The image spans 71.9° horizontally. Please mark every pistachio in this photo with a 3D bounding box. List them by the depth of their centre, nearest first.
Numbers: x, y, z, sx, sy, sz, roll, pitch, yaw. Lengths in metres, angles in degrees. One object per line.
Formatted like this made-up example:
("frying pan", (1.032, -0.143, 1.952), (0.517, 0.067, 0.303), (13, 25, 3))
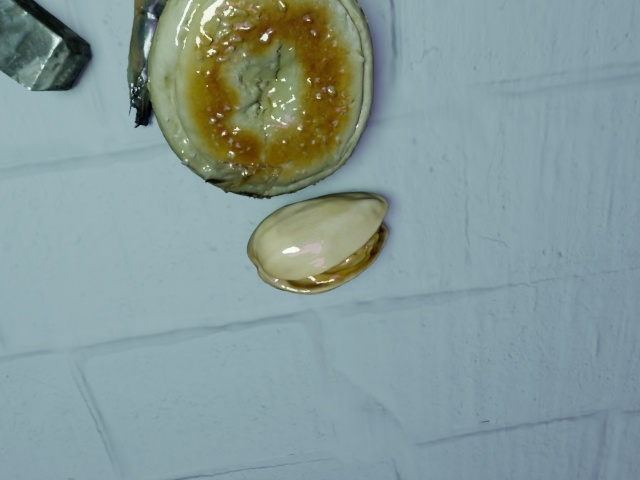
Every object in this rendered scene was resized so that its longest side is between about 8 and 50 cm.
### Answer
("pistachio", (0.000, 0.000, 0.689), (0.229, 0.157, 0.157), (-20, 110, -3))

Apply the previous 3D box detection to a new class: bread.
("bread", (-0.074, -0.204, 0.576), (0.305, 0.159, 0.305), (-12, 130, -15))

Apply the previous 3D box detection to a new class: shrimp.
("shrimp", (-0.171, -0.266, 0.625), (0.198, 0.051, 0.262), (17, 104, -10))

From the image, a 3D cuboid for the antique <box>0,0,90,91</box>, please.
("antique", (-0.411, -0.281, 0.582), (0.183, 0.088, 0.086), (37, 103, -16))
